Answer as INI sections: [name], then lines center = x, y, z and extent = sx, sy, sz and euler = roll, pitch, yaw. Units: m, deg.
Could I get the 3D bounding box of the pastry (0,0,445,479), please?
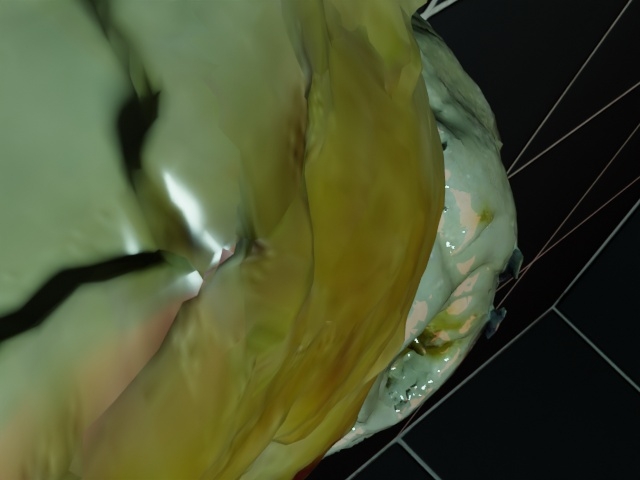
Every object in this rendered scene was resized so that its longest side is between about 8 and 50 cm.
[pastry]
center = -0.147, 0.032, 0.478
extent = 0.409, 0.245, 0.409
euler = -45, 171, -9

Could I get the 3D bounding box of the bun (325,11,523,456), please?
[bun]
center = -0.001, 0.005, 0.967
extent = 0.281, 0.205, 0.281
euler = -43, 169, -10
